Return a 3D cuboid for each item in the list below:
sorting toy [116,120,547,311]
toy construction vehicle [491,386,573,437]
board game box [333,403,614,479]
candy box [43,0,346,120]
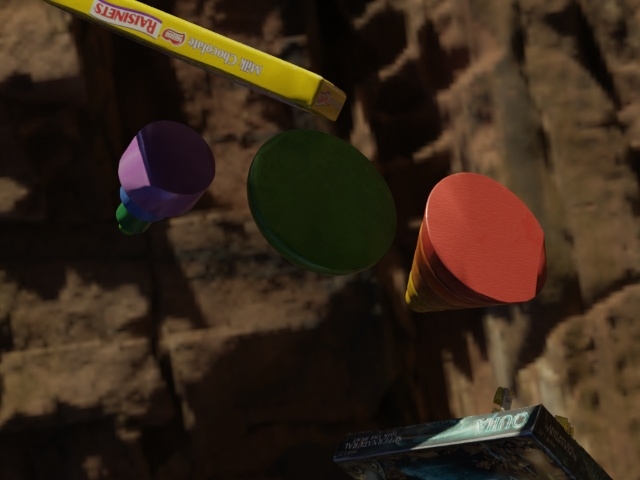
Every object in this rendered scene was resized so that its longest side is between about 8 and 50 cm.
[{"bbox_3d":[0.000,0.000,1.188,0.126,0.365,0.127,-47,38,49],"label":"sorting toy"},{"bbox_3d":[0.173,0.160,1.185,0.098,0.086,0.035,-66,-8,-59],"label":"toy construction vehicle"},{"bbox_3d":[0.114,0.171,1.028,0.126,0.186,0.026,46,-129,-25],"label":"board game box"},{"bbox_3d":[-0.086,-0.134,1.017,0.105,0.206,0.027,-10,-58,-79],"label":"candy box"}]
